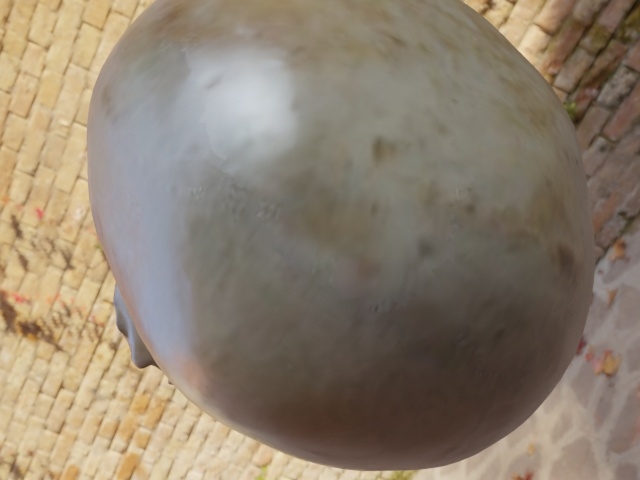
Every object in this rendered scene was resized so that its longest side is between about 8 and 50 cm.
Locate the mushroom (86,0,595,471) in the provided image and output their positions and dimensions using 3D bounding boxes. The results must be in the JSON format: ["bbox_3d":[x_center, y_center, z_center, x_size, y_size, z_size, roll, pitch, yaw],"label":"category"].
[{"bbox_3d":[0.000,0.000,0.503,0.290,0.298,0.297,-49,20,44],"label":"mushroom"}]
